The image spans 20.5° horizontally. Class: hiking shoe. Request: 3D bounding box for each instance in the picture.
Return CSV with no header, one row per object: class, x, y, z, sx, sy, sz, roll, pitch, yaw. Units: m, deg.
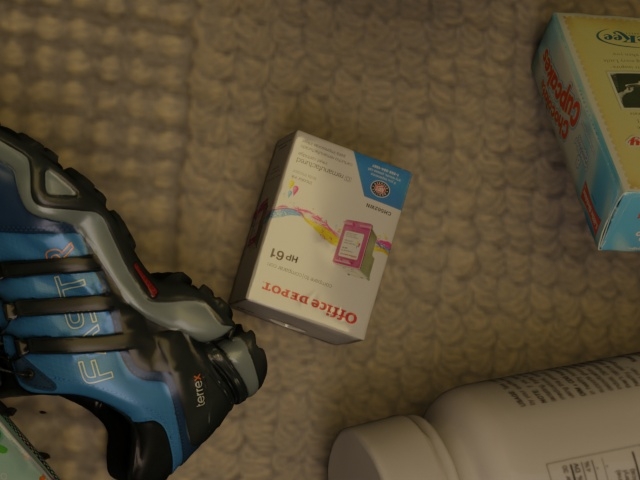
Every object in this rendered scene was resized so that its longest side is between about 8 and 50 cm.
hiking shoe,-0.176,0.032,1.098,0.304,0.113,0.132,40,73,-9

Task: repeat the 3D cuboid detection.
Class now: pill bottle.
pill bottle,0.158,0.164,1.162,0.283,0.160,0.160,-8,86,-18

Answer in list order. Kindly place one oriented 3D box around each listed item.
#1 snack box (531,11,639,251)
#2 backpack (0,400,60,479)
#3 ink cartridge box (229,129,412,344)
snack box,0.325,-0.072,1.237,0.321,0.060,0.187,2,45,-14
backpack,-0.272,0.156,1.020,0.225,0.191,0.253,-36,87,-26
ink cartridge box,0.000,0.000,1.189,0.088,0.052,0.122,19,79,-15
